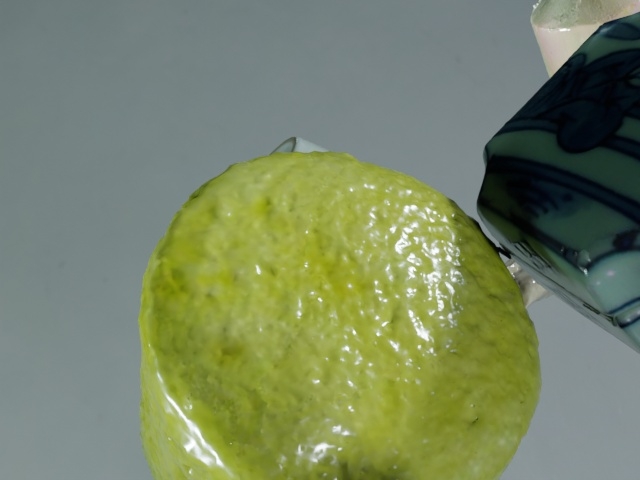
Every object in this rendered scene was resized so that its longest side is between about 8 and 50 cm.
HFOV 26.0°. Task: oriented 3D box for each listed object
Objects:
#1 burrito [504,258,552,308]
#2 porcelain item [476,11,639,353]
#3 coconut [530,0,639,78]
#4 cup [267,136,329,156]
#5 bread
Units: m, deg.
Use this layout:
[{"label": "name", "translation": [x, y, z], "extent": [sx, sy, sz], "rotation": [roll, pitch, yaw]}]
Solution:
[{"label": "burrito", "translation": [0.281, 0.042, 1.775], "extent": [0.060, 0.226, 0.087], "rotation": [-10, 100, 40]}, {"label": "porcelain item", "translation": [0.296, -0.060, 1.203], "extent": [0.286, 0.157, 0.281], "rotation": [-45, 36, -2]}, {"label": "coconut", "translation": [0.323, -0.249, 1.618], "extent": [0.147, 0.152, 0.147], "rotation": [-19, 23, 8]}, {"label": "cup", "translation": [0.000, 0.000, 1.953], "extent": [0.186, 0.234, 0.258], "rotation": [-33, 26, 48]}, {"label": "bread", "translation": [-0.001, 0.127, 1.235], "extent": [0.348, 0.307, 0.348], "rotation": [6, 57, -10]}]
